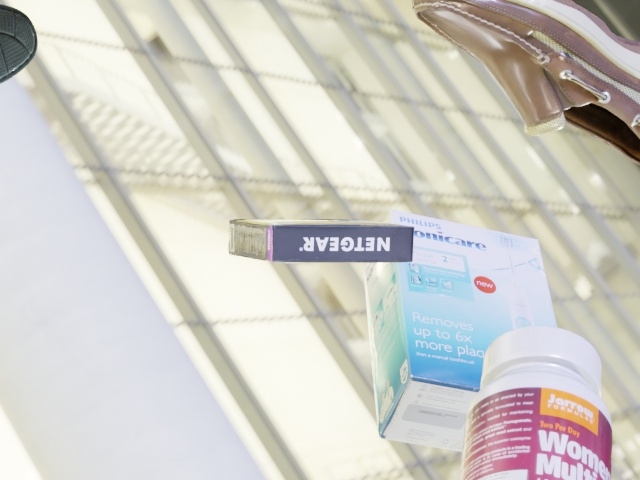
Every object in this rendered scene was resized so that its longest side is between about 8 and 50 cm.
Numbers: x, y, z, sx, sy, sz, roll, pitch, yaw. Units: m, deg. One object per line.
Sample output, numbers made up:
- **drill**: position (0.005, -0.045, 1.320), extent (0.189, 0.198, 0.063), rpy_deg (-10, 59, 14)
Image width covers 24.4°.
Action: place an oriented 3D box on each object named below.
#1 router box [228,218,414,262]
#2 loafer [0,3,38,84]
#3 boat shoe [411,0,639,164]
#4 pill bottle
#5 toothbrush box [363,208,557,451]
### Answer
- **router box**: position (0.000, 0.000, 1.702), extent (0.178, 0.046, 0.133), rpy_deg (0, 4, -25)
- **loafer**: position (-0.423, -0.191, 1.576), extent (0.084, 0.096, 0.267), rpy_deg (-3, 19, 39)
- **boat shoe**: position (0.180, -0.127, 1.144), extent (0.257, 0.095, 0.095), rpy_deg (20, -9, -18)
- **pill bottle**: position (0.173, 0.183, 1.187), extent (0.121, 0.221, 0.121), rpy_deg (6, -43, 6)
- **toothbrush box**: position (0.181, 0.119, 1.884), extent (0.216, 0.296, 0.126), rpy_deg (12, -49, -13)
